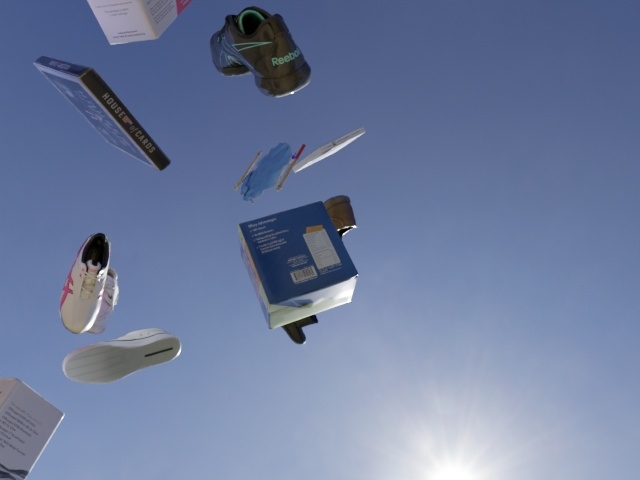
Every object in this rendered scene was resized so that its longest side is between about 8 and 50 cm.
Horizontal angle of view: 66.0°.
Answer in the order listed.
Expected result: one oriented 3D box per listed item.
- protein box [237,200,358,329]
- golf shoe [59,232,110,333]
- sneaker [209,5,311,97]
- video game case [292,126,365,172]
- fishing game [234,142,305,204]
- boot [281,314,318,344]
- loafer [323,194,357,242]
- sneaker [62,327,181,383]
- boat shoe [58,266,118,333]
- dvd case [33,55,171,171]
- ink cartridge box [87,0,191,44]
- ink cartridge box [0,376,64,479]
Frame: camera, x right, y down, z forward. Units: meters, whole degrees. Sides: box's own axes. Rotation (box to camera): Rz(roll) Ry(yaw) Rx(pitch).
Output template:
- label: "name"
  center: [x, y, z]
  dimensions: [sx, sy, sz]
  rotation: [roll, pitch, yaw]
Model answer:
- label: "protein box"
  center: [-0.054, 0.051, 1.081]
  dimensions: [0.199, 0.201, 0.136]
  rotation: [-17, -29, -15]
- label: "golf shoe"
  center: [-0.424, 0.073, 0.888]
  dimensions: [0.067, 0.186, 0.086]
  rotation: [12, -26, -25]
- label: "sneaker"
  center: [-0.103, -0.305, 0.749]
  dimensions: [0.267, 0.101, 0.106]
  rotation: [38, -23, 46]
- label: "video game case"
  center: [0.021, -0.271, 1.472]
  dimensions: [0.022, 0.173, 0.190]
  rotation: [61, -28, -5]
- label: "fishing game"
  center: [-0.135, -0.171, 1.273]
  dimensions: [0.041, 0.189, 0.264]
  rotation: [39, -19, -30]
- label: "boot"
  center: [-0.050, 0.234, 1.368]
  dimensions: [0.099, 0.045, 0.121]
  rotation: [-26, -64, 28]
- label: "loafer"
  center: [0.000, 0.000, 1.677]
  dimensions: [0.366, 0.133, 0.130]
  rotation: [-53, -124, 47]
- label: "sneaker"
  center: [-0.458, 0.263, 1.137]
  dimensions: [0.091, 0.258, 0.094]
  rotation: [11, -81, 49]
- label: "boat shoe"
  center: [-0.490, 0.116, 1.069]
  dimensions: [0.098, 0.277, 0.096]
  rotation: [29, -89, -23]
- label: "dvd case"
  center: [-0.354, -0.208, 0.794]
  dimensions: [0.238, 0.029, 0.179]
  rotation: [28, -21, 43]
- label: "ink cartridge box"
  center: [-0.314, -0.467, 0.782]
  dimensions: [0.100, 0.172, 0.237]
  rotation: [2, -42, 17]
- label: "ink cartridge box"
  center: [-0.640, 0.411, 0.853]
  dimensions: [0.223, 0.307, 0.129]
  rotation: [-11, -51, 24]
